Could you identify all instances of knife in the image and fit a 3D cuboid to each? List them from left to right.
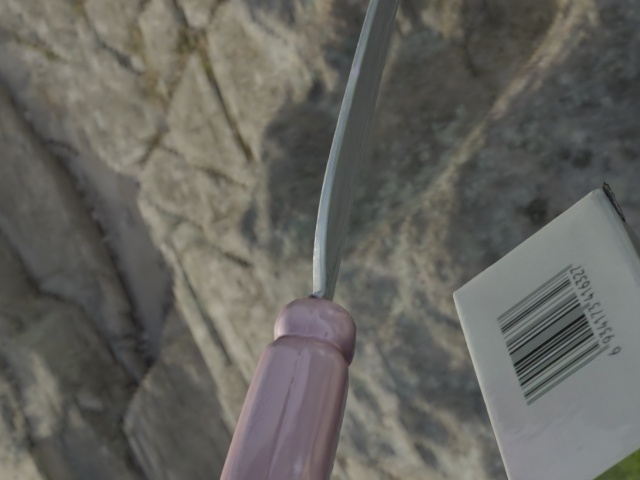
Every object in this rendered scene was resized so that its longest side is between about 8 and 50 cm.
[{"bbox_3d":[0.000,-0.001,0.576,0.043,0.336,0.081,8,156,6],"label":"knife"}]

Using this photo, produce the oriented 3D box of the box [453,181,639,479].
[{"bbox_3d":[0.181,0.133,0.725,0.106,0.299,0.200,-36,116,15],"label":"box"}]
